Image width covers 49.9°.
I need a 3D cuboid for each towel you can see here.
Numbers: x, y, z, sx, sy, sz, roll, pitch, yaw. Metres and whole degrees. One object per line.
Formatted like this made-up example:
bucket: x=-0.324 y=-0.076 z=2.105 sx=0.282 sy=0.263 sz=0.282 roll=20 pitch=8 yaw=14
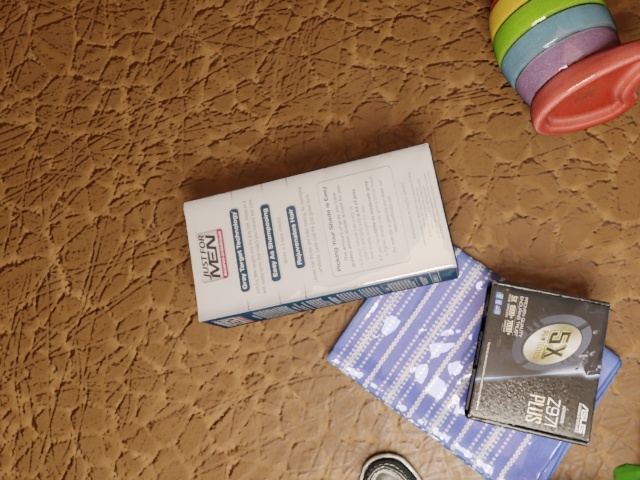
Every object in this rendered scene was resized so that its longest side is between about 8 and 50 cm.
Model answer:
towel: x=0.206 y=0.165 z=0.943 sx=0.336 sy=0.040 sz=0.243 roll=35 pitch=88 yaw=11

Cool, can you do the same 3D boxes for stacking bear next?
stacking bear: x=0.305 y=-0.305 z=0.935 sx=0.164 sy=0.175 sz=0.288 roll=-20 pitch=71 yaw=-2

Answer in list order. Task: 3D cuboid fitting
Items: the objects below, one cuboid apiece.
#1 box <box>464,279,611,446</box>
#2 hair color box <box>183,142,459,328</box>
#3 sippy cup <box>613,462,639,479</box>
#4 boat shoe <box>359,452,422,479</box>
box: x=0.275 y=0.155 z=0.882 sx=0.148 sy=0.077 sz=0.180 roll=12 pitch=81 yaw=9
hair color box: x=0.000 y=0.000 z=0.946 sx=0.348 sy=0.105 sz=0.173 roll=-13 pitch=75 yaw=10
sippy cup: x=0.342 y=0.419 z=0.808 sx=0.224 sy=0.240 sz=0.305 roll=16 pitch=76 yaw=21
boat shoe: x=0.118 y=0.435 z=0.895 sx=0.115 sy=0.091 sz=0.302 roll=-18 pitch=81 yaw=6
